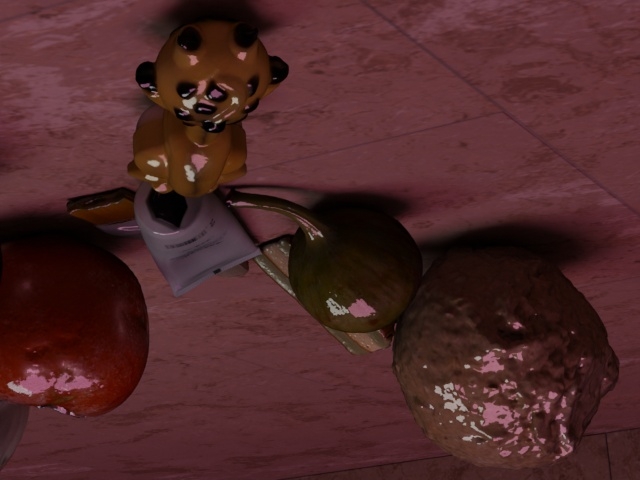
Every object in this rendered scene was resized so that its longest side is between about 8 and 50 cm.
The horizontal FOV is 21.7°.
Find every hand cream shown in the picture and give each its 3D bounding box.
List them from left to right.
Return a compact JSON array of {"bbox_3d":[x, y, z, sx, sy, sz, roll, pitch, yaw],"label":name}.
[{"bbox_3d":[-0.130,0.002,1.737,0.109,0.067,0.321,-28,163,-2],"label":"hand cream"}]

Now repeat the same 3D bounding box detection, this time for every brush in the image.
[{"bbox_3d":[-0.160,0.000,1.816,0.085,0.020,0.336,-12,163,21],"label":"brush"}]

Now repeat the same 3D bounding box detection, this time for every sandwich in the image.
[{"bbox_3d":[0.005,0.065,1.922,0.163,0.113,0.079,10,159,-40],"label":"sandwich"}]

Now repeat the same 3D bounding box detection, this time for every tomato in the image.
[{"bbox_3d":[-0.292,0.087,1.788,0.232,0.189,0.232,11,173,2],"label":"tomato"}]

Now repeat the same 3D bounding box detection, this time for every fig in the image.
[{"bbox_3d":[0.000,0.000,1.746,0.149,0.149,0.245,-15,142,34],"label":"fig"}]

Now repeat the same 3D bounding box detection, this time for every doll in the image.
[{"bbox_3d":[-0.095,-0.103,1.352,0.117,0.086,0.291,2,161,-8],"label":"doll"}]

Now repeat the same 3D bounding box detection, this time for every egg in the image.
[{"bbox_3d":[0.216,0.142,1.985,0.279,0.279,0.310,-10,149,18],"label":"egg"}]

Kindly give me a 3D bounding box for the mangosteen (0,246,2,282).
[{"bbox_3d":[-0.392,0.057,1.519,0.215,0.258,0.215,-7,-174,1],"label":"mangosteen"}]

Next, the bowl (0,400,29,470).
[{"bbox_3d":[-0.436,0.157,1.890,0.145,0.277,0.277,-37,149,31],"label":"bowl"}]
